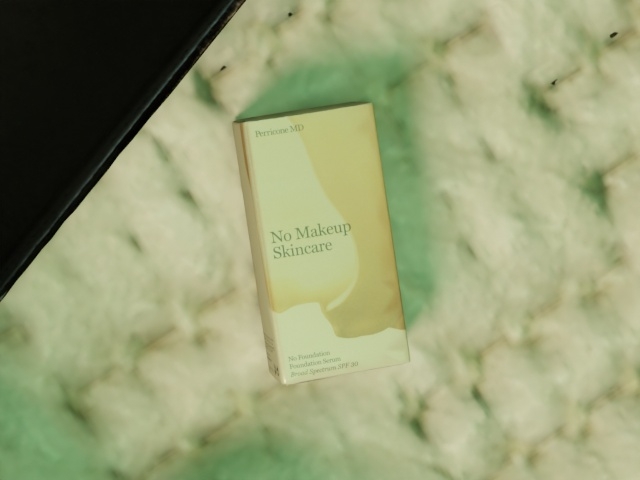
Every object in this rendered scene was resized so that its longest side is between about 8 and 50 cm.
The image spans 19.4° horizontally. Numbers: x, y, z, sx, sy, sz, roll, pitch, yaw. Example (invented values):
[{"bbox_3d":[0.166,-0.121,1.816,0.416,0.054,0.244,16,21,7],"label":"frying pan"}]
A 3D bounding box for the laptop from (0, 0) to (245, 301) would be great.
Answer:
[{"bbox_3d":[-0.226,-0.214,0.685,0.408,0.236,0.382,48,113,15],"label":"laptop"}]

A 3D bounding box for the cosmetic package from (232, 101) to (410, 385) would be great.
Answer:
[{"bbox_3d":[0.000,0.000,0.812,0.060,0.041,0.115,-11,96,-9],"label":"cosmetic package"}]
